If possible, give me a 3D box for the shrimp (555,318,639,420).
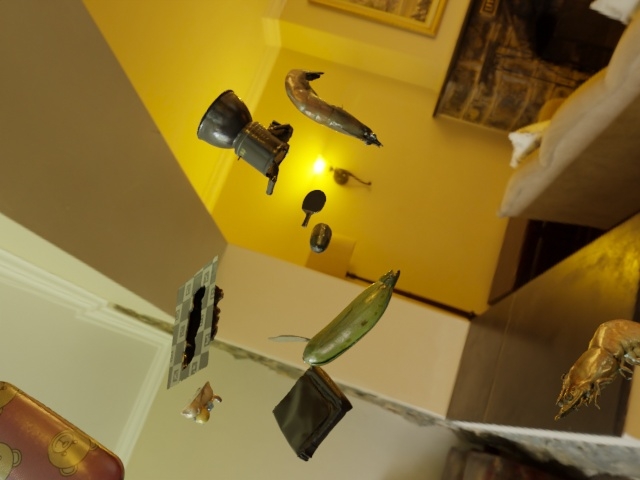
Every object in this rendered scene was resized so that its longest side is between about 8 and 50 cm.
[{"bbox_3d":[0.563,0.266,0.996,0.296,0.169,0.058,-38,-33,-25],"label":"shrimp"}]

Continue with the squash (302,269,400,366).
[{"bbox_3d":[0.092,0.204,1.359,0.341,0.094,0.094,-43,-10,-4],"label":"squash"}]

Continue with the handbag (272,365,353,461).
[{"bbox_3d":[-0.027,0.522,1.624,0.223,0.080,0.247,-51,29,-2],"label":"handbag"}]

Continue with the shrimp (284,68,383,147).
[{"bbox_3d":[0.036,-0.313,1.203,0.051,0.262,0.198,-48,28,40],"label":"shrimp"}]

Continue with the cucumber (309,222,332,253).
[{"bbox_3d":[0.000,0.000,1.179,0.105,0.048,0.048,-77,1,-65],"label":"cucumber"}]

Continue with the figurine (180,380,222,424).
[{"bbox_3d":[-0.216,0.303,0.974,0.047,0.050,0.083,-46,4,32],"label":"figurine"}]

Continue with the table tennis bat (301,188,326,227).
[{"bbox_3d":[-0.017,-0.063,1.040,0.007,0.050,0.083,45,-118,-56],"label":"table tennis bat"}]

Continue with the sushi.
[{"bbox_3d":[-0.225,0.163,1.015,0.192,0.050,0.215,-36,46,45],"label":"sushi"}]

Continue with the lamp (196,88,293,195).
[{"bbox_3d":[-0.161,-0.246,1.290,0.172,0.227,0.147,-54,-1,-26],"label":"lamp"}]

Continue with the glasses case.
[{"bbox_3d":[-0.478,0.356,0.899,0.123,0.316,0.076,-56,-13,-24],"label":"glasses case"}]

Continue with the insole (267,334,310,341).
[{"bbox_3d":[-0.081,0.247,1.328,0.193,0.065,0.006,-24,53,61],"label":"insole"}]
